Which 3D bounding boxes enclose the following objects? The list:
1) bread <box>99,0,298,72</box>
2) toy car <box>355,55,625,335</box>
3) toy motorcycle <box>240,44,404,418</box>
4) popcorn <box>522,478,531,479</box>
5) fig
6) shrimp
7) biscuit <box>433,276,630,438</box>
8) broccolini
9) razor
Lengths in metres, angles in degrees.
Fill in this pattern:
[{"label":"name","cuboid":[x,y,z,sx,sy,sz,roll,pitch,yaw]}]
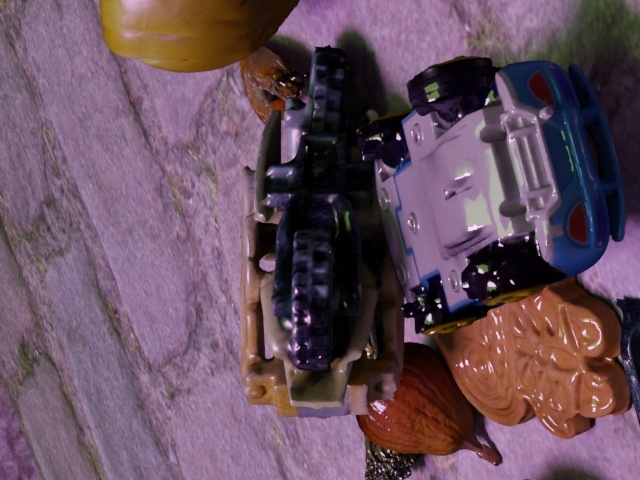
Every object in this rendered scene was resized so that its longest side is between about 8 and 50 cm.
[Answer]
[{"label":"bread","cuboid":[-0.106,-0.349,1.626,0.208,0.251,0.376,15,125,12]},{"label":"toy car","cuboid":[0.144,-0.038,1.389,0.314,0.166,0.198,139,119,-71]},{"label":"toy motorcycle","cuboid":[0.000,0.000,1.621,0.410,0.169,0.237,-85,-7,-51]},{"label":"popcorn","cuboid":[0.160,0.303,1.519,0.198,0.212,0.198,-14,74,62]},{"label":"fig","cuboid":[0.109,0.159,1.678,0.153,0.119,0.119,6,117,19]},{"label":"shrimp","cuboid":[-0.049,-0.168,1.833,0.190,0.042,0.101,-157,52,-69]},{"label":"biscuit","cuboid":[0.179,0.087,1.543,0.289,0.044,0.202,28,129,59]},{"label":"broccolini","cuboid":[0.062,0.154,1.813,0.058,0.067,0.216,-17,81,61]},{"label":"razor","cuboid":[0.273,0.144,1.394,0.066,0.033,0.190,10,115,62]}]
